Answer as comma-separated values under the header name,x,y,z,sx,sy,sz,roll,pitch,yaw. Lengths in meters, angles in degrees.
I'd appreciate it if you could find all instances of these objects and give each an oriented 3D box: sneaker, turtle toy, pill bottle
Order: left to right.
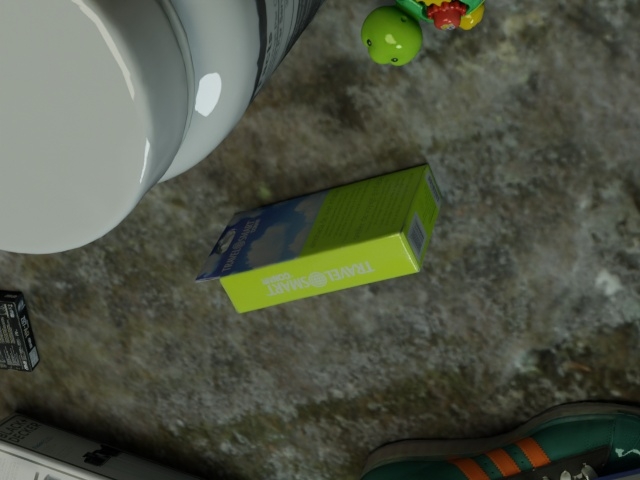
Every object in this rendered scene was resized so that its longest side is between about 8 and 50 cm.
name,x,y,z,sx,sy,sz,roll,pitch,yaw
pill bottle,-0.113,-0.157,0.712,0.204,0.361,0.204,8,123,13
turtle toy,0.075,-0.179,0.817,0.095,0.066,0.130,33,125,-4
sneaker,0.162,0.227,1.008,0.302,0.121,0.108,-16,114,25

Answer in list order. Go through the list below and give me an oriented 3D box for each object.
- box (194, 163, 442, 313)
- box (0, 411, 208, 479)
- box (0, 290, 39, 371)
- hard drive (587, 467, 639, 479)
name,x,y,z,sx,sy,sz,roll,pitch,yaw
box,0.000,0.000,0.927,0.178,0.109,0.042,-14,117,25
box,-0.209,0.298,1.161,0.289,0.087,0.169,17,101,6
box,-0.313,0.087,1.136,0.067,0.018,0.083,3,122,16
hard drive,0.390,0.247,0.949,0.318,0.040,0.210,-15,116,9
